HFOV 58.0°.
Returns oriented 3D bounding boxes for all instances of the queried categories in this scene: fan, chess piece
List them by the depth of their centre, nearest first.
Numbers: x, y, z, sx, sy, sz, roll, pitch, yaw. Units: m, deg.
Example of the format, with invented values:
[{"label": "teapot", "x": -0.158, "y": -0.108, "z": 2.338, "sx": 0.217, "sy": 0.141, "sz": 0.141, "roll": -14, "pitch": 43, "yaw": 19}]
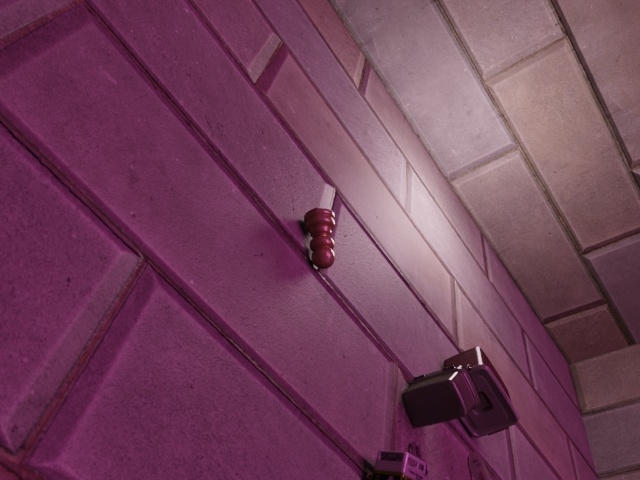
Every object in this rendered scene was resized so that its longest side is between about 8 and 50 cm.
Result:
[{"label": "chess piece", "x": 0.000, "y": 0.000, "z": 1.672, "sx": 0.094, "sy": 0.094, "sz": 0.170, "roll": 31, "pitch": 48, "yaw": -47}, {"label": "fan", "x": 0.582, "y": 0.887, "z": 1.993, "sx": 0.182, "sy": 0.010, "sz": 0.309, "roll": 15, "pitch": 53, "yaw": -57}]

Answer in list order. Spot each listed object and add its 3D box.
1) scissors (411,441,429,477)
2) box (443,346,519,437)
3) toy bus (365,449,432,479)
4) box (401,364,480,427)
[{"label": "scissors", "x": 0.260, "y": 0.651, "z": 1.615, "sx": 0.212, "sy": 0.021, "sz": 0.110, "roll": -21, "pitch": 88, "yaw": -64}, {"label": "box", "x": 0.572, "y": 0.540, "z": 2.095, "sx": 0.293, "sy": 0.194, "sz": 0.167, "roll": 56, "pitch": 22, "yaw": -15}, {"label": "toy bus", "x": 0.241, "y": 0.642, "z": 1.462, "sx": 0.302, "sy": 0.113, "sz": 0.139, "roll": 41, "pitch": 51, "yaw": -38}, {"label": "box", "x": 0.363, "y": 0.474, "z": 1.755, "sx": 0.129, "sy": 0.210, "sz": 0.147, "roll": -16, "pitch": 80, "yaw": -55}]
